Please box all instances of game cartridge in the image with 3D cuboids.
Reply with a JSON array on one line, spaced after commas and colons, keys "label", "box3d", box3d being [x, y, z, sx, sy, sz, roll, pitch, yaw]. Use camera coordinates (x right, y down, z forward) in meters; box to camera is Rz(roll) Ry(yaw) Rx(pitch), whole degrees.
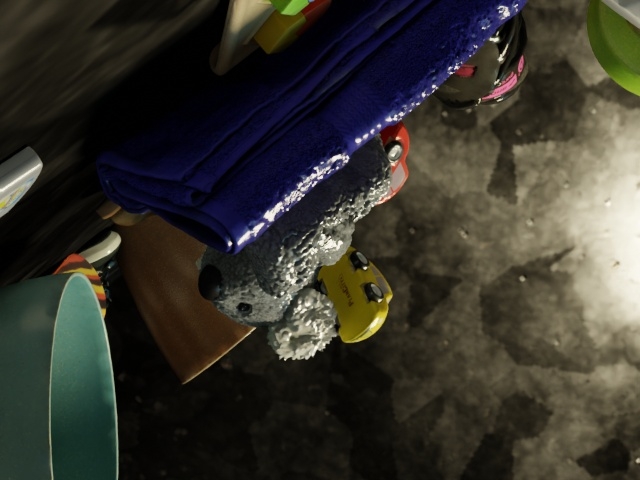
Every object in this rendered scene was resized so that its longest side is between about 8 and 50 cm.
[{"label": "game cartridge", "box3d": [-0.195, -0.025, 0.707, 0.056, 0.017, 0.083, -46, -174, -36]}]

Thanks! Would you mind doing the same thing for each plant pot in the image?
[{"label": "plant pot", "box3d": [-0.302, 0.178, 1.061, 0.195, 0.290, 0.290, -4, -177, 0]}, {"label": "plant pot", "box3d": [-0.186, 0.046, 1.677, 0.215, 0.230, 0.215, -40, -178, 2]}]

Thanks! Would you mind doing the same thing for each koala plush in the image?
[{"label": "koala plush", "box3d": [-0.043, -0.003, 1.084, 0.203, 0.196, 0.221, -29, 146, -37]}]

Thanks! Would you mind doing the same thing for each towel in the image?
[{"label": "towel", "box3d": [-0.018, -0.124, 0.895, 0.308, 0.076, 0.228, -41, -151, -19]}]

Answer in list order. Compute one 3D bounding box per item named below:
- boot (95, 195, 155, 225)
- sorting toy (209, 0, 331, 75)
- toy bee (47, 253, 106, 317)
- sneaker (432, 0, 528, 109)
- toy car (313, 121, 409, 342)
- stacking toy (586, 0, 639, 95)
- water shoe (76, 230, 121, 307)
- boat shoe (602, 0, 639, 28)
[{"label": "boot", "box3d": [-0.116, -0.060, 1.210, 0.112, 0.115, 0.305, -35, -177, 26]}, {"label": "sorting toy", "box3d": [0.015, -0.189, 0.793, 0.193, 0.038, 0.208, -40, -177, -13]}, {"label": "toy bee", "box3d": [-0.348, 0.148, 1.451, 0.298, 0.162, 0.195, -42, -175, -34]}, {"label": "sneaker", "box3d": [0.192, -0.270, 1.434, 0.185, 0.202, 0.483, -40, -177, -3]}, {"label": "toy car", "box3d": [0.000, 0.000, 1.217, 0.225, 0.053, 0.239, -11, -117, 43]}, {"label": "stacking toy", "box3d": [0.290, -0.285, 0.966, 0.309, 0.279, 0.130, -39, 172, -11]}, {"label": "water shoe", "box3d": [-0.310, 0.054, 1.642, 0.073, 0.080, 0.203, -43, -176, -40]}, {"label": "boat shoe", "box3d": [0.201, -0.234, 0.874, 0.076, 0.228, 0.080, -48, -168, 14]}]
